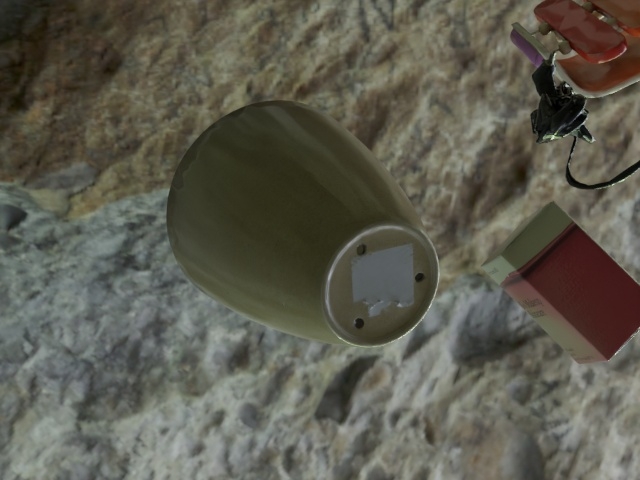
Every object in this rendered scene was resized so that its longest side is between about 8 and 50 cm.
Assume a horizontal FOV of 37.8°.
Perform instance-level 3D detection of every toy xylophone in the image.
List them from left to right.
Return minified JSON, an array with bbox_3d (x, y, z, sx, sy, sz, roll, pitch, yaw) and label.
[{"bbox_3d":[0.358,-0.262,1.005,0.323,0.236,0.081,-30,-64,1],"label":"toy xylophone"}]

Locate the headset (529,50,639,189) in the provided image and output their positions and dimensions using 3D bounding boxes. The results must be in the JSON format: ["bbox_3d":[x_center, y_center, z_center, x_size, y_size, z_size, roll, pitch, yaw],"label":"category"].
[{"bbox_3d":[0.331,-0.079,0.567,0.185,0.394,0.243,-43,-48,-77],"label":"headset"}]

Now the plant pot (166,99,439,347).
[{"bbox_3d":[0.000,0.000,0.985,0.257,0.274,0.256,-8,-70,-24],"label":"plant pot"}]

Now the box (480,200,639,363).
[{"bbox_3d":[0.390,0.071,1.482,0.232,0.148,0.127,45,-99,5],"label":"box"}]
